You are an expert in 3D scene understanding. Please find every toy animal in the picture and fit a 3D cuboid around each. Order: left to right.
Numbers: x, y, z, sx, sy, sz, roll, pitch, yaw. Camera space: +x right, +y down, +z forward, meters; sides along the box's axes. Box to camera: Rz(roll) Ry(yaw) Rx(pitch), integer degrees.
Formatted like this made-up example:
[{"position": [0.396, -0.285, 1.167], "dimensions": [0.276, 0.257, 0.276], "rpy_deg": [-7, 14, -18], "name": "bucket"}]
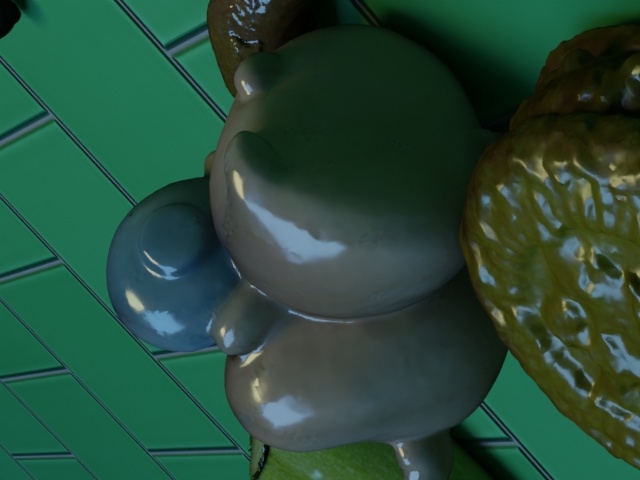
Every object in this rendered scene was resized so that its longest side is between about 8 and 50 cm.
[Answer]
[{"position": [0.021, -0.004, 1.103], "dimensions": [0.229, 0.210, 0.221], "rpy_deg": [20, 134, -25], "name": "toy animal"}]

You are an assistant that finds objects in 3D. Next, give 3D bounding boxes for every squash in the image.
[{"position": [0.052, 0.189, 1.466], "dimensions": [0.287, 0.137, 0.137], "rpy_deg": [41, 158, -2], "name": "squash"}]

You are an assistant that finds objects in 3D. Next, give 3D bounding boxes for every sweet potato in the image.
[{"position": [-0.032, -0.137, 1.097], "dimensions": [0.068, 0.068, 0.226], "rpy_deg": [36, 152, 15], "name": "sweet potato"}]

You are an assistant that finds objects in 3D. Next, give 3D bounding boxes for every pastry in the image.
[{"position": [0.179, 0.015, 0.933], "dimensions": [0.240, 0.132, 0.235], "rpy_deg": [43, 159, -3], "name": "pastry"}]

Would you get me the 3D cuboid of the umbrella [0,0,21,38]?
[{"position": [-0.324, -0.226, 1.426], "dimensions": [0.250, 0.053, 0.052], "rpy_deg": [38, 156, 12], "name": "umbrella"}]
